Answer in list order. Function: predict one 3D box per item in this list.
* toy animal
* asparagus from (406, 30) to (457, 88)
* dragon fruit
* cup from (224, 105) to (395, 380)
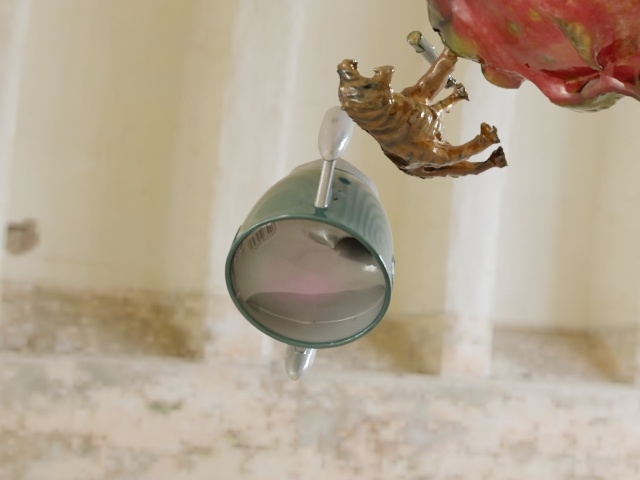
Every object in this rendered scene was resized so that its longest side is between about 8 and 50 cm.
[{"bbox_3d":[0.093,-0.090,1.371,0.116,0.114,0.255,-22,-14,3],"label":"toy animal"},{"bbox_3d":[0.106,-0.169,1.441,0.015,0.018,0.127,15,-8,24],"label":"asparagus"},{"bbox_3d":[0.201,-0.224,1.100,0.231,0.237,0.303,40,-37,-6],"label":"dragon fruit"},{"bbox_3d":[0.000,0.000,1.586,0.167,0.299,0.173,12,31,3],"label":"cup"}]
